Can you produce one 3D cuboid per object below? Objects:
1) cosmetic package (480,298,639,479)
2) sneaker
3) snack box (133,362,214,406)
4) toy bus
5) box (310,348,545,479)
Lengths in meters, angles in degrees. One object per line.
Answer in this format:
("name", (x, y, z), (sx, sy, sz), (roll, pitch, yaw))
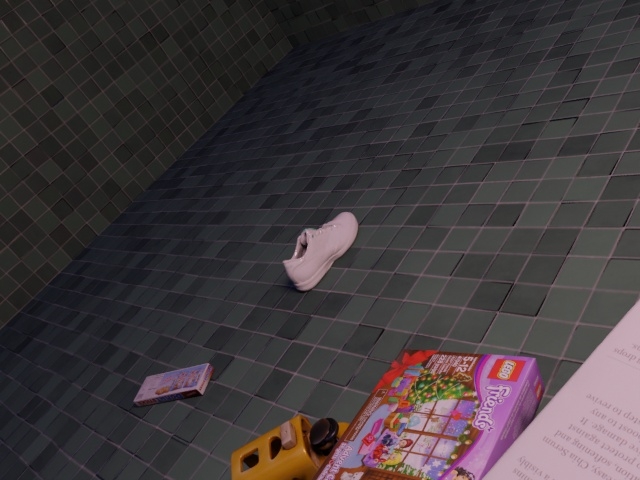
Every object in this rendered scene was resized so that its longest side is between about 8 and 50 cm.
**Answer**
("cosmetic package", (0.276, 0.261, 0.528), (0.453, 0.161, 0.230), (-42, 29, -13))
("sneaker", (0.000, 0.000, 1.303), (0.080, 0.094, 0.212), (-3, 41, 47))
("snack box", (-0.293, 0.288, 1.256), (0.178, 0.022, 0.064), (-17, 32, 30))
("toy bus", (-0.025, 0.295, 0.866), (0.191, 0.104, 0.202), (-4, 42, 44))
("box", (0.125, 0.248, 0.761), (0.201, 0.057, 0.293), (-4, 30, 40))
